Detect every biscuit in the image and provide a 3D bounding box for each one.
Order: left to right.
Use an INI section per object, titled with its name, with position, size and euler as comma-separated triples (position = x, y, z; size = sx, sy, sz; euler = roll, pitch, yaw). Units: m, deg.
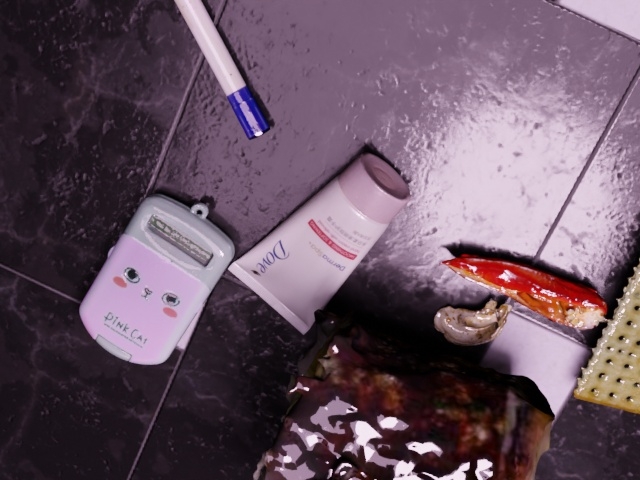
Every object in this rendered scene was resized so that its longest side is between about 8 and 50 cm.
[biscuit]
position = 0.409, 0.109, 1.072
size = 0.139, 0.016, 0.232
euler = 16, 108, -19

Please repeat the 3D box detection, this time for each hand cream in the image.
[hand cream]
position = 0.000, 0.000, 1.092
size = 0.133, 0.083, 0.248
euler = 40, 116, -2

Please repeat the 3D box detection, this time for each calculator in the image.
[calculator]
position = -0.215, 0.051, 1.145
size = 0.141, 0.045, 0.246
euler = 34, 106, -3

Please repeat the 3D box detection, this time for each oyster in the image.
[oyster]
position = 0.195, 0.100, 1.118
size = 0.083, 0.038, 0.081
euler = 32, 98, 24

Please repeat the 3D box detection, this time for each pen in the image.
[pen]
position = -0.138, -0.247, 1.059
size = 0.033, 0.033, 0.269
euler = -26, 101, 14

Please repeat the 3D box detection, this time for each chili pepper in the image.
[chili pepper]
position = 0.276, 0.064, 1.083
size = 0.267, 0.050, 0.059
euler = 21, 149, 1

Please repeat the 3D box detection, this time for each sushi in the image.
[sushi]
position = 0.082, 0.258, 1.035
size = 0.294, 0.281, 0.300
euler = 22, 79, -1
